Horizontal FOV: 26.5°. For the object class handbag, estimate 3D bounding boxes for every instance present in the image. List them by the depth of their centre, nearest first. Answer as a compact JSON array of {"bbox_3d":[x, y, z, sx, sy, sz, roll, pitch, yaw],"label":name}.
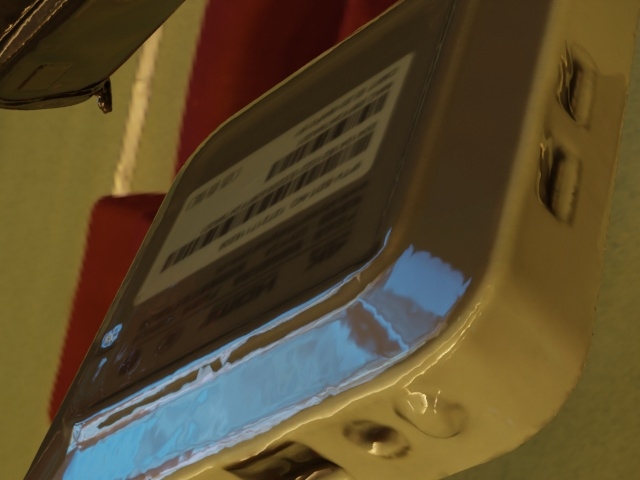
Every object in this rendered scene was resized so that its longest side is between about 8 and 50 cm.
[{"bbox_3d":[-0.196,-0.217,1.031,0.302,0.275,0.177,-37,34,29],"label":"handbag"}]

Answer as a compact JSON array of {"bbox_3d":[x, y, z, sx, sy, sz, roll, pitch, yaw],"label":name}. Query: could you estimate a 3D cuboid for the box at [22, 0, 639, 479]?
[{"bbox_3d":[0.000,0.000,0.753,0.090,0.373,0.367,42,132,-20],"label":"box"}]
